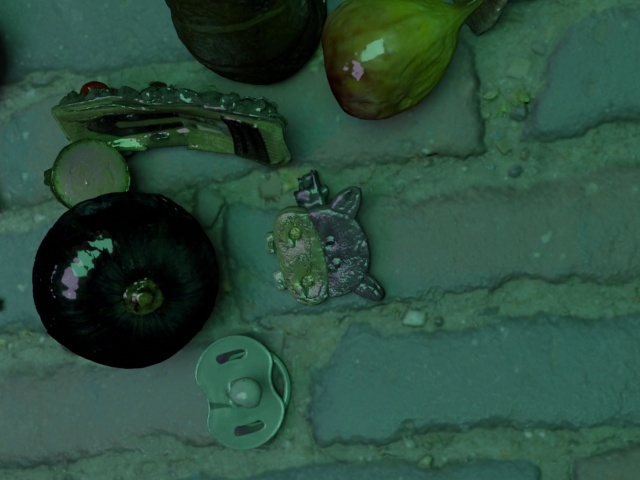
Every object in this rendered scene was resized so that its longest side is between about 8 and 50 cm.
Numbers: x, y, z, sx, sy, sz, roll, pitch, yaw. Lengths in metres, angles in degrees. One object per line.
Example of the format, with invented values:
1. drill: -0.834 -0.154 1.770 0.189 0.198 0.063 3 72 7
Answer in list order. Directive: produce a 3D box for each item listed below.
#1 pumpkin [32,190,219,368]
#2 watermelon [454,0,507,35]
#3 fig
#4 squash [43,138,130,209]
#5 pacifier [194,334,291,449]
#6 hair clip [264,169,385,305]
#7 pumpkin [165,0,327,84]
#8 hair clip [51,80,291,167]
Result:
1. pumpkin: -0.244 0.049 1.012 0.233 0.233 0.163 -59 37 4
2. watermelon: 0.195 -0.376 0.998 0.207 0.136 0.202 8 84 25
3. fig: 0.119 -0.258 0.983 0.257 0.159 0.159 -31 84 14
4. squash: -0.332 -0.078 1.098 0.105 0.132 0.105 3 85 -33
5. pacifier: -0.094 0.196 1.039 0.126 0.116 0.150 -7 83 -16
6. hair clip: -0.002 0.000 1.055 0.146 0.056 0.187 -11 90 16
7. pumpkin: -0.085 -0.368 0.993 0.242 0.232 0.325 -4 92 7
8. hair clip: -0.191 -0.166 1.065 0.321 0.138 0.091 5 60 11
